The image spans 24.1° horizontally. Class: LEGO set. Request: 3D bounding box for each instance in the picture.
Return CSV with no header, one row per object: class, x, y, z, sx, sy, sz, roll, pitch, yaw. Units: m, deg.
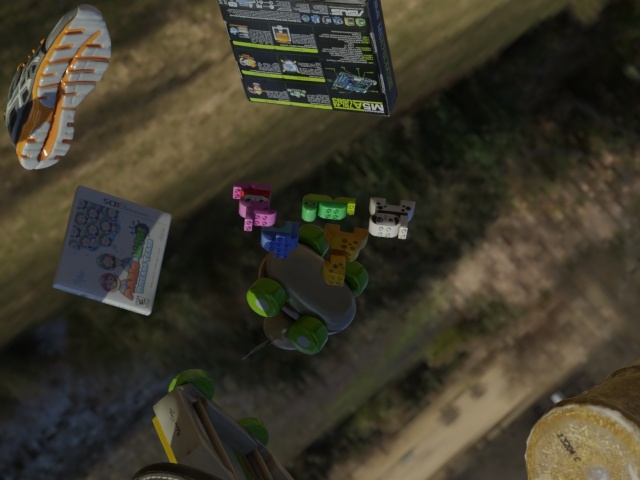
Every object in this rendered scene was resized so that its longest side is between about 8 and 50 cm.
LEGO set,0.000,0.000,1.862,0.093,0.227,0.087,-86,-178,-46

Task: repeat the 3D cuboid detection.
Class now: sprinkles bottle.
sprinkles bottle,0.306,0.125,1.169,0.355,0.121,0.121,-20,160,-45

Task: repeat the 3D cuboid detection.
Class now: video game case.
video game case,-0.292,0.014,2.118,0.019,0.143,0.157,-37,-141,59

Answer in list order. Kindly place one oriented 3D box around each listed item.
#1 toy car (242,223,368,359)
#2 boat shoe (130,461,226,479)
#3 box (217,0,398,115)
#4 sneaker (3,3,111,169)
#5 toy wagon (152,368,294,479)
toy car,-0.049,0.096,2.121,0.188,0.149,0.155,-42,-173,48
boat shoe,-0.081,0.338,1.539,0.112,0.335,0.095,-54,159,3
box,-0.013,-0.232,1.784,0.184,0.191,0.045,72,31,-51
sneaker,-0.306,-0.181,1.682,0.084,0.083,0.215,-4,136,-44
toy wagon,-0.067,0.308,1.812,0.068,0.344,0.267,-40,-142,5
